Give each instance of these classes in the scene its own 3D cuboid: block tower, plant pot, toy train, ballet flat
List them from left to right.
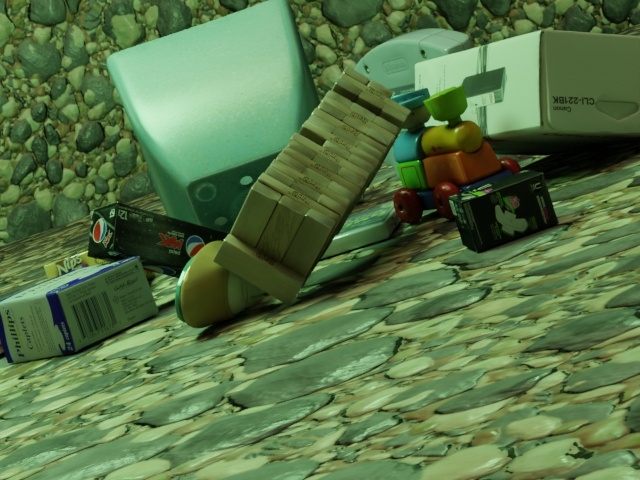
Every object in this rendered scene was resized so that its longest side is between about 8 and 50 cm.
[{"bbox_3d":[-0.102,-0.110,2.114,0.248,0.247,0.252,-19,39,-1],"label":"plant pot"},{"bbox_3d":[-0.079,0.033,1.699,0.073,0.080,0.232,-1,13,14],"label":"ballet flat"},{"bbox_3d":[0.001,-0.065,1.737,0.097,0.091,0.335,-62,-3,34],"label":"block tower"},{"bbox_3d":[0.158,-0.105,1.831,0.105,0.143,0.248,-23,8,-26],"label":"toy train"}]

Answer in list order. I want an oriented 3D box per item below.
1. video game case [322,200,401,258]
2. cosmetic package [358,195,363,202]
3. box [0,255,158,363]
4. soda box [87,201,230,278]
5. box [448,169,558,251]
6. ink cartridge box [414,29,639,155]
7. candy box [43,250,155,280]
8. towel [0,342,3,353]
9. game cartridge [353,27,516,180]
[{"bbox_3d":[0.000,0.000,1.944,0.190,0.022,0.173,-17,7,13],"label":"video game case"},{"bbox_3d":[-0.058,-0.062,2.342,0.231,0.085,0.117,-17,7,4],"label":"cosmetic package"},{"bbox_3d":[-0.275,0.077,1.876,0.137,0.072,0.126,-13,9,45],"label":"box"},{"bbox_3d":[-0.184,0.005,1.943,0.169,0.060,0.053,16,-18,-39],"label":"soda box"},{"bbox_3d":[0.171,-0.029,1.585,0.083,0.052,0.062,-19,8,-5],"label":"box"},{"bbox_3d":[0.259,-0.165,1.942,0.197,0.114,0.273,0,-2,-27],"label":"ink cartridge box"},{"bbox_3d":[-0.280,0.039,2.161,0.109,0.053,0.186,-19,-1,2],"label":"candy box"},{"bbox_3d":[-0.391,0.123,2.030,0.197,0.029,0.144,-25,10,-32],"label":"towel"},{"bbox_3d":[0.144,-0.182,2.253,0.062,0.198,0.297,-22,8,-22],"label":"game cartridge"}]
